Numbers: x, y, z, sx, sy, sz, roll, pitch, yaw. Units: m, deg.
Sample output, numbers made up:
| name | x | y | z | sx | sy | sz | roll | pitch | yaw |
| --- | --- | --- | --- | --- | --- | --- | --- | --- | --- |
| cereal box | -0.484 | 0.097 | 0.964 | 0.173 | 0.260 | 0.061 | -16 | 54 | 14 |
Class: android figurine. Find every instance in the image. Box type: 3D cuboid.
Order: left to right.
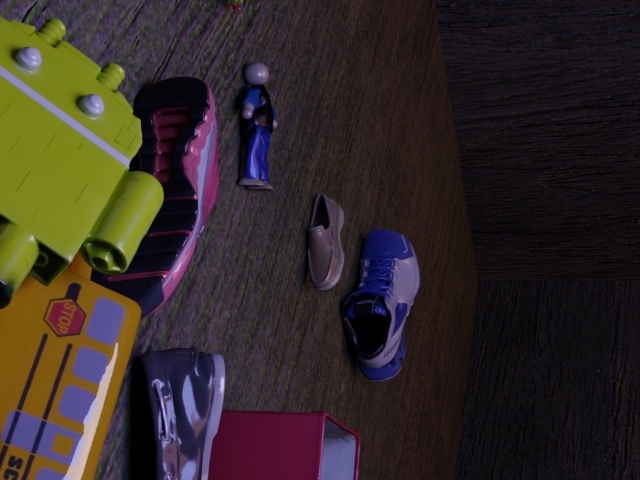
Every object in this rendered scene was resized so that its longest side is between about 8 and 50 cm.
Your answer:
| name | x | y | z | sx | sy | sz | roll | pitch | yaw |
| --- | --- | --- | --- | --- | --- | --- | --- | --- | --- |
| android figurine | -0.237 | -0.078 | 0.782 | 0.248 | 0.056 | 0.273 | 38 | 42 | -16 |

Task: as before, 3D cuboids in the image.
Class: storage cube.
| name | x | y | z | sx | sy | sz | roll | pitch | yaw |
| --- | --- | --- | --- | --- | --- | --- | --- | --- | --- |
| storage cube | -0.067 | 0.326 | 1.287 | 0.184 | 0.193 | 0.215 | 51 | 41 | -64 |

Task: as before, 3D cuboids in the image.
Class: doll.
| name | x | y | z | sx | sy | sz | roll | pitch | yaw |
| --- | --- | --- | --- | --- | --- | --- | --- | --- | --- |
| doll | -0.093 | -0.172 | 1.468 | 0.129 | 0.046 | 0.189 | 21 | 70 | -73 |

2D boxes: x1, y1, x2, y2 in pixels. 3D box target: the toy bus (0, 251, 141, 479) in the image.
| name | x | y | z | sx | sy | sz | roll | pitch | yaw |
| --- | --- | --- | --- | --- | --- | --- | --- | --- | --- |
| toy bus | -0.236 | 0.127 | 0.784 | 0.130 | 0.108 | 0.333 | 26 | 54 | -22 |

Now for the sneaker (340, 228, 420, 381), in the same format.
| name | x | y | z | sx | sy | sz | roll | pitch | yaw |
| --- | --- | --- | --- | --- | --- | --- | --- | --- | --- |
| sneaker | 0.123 | 0.117 | 2.034 | 0.182 | 0.127 | 0.316 | 55 | 40 | -65 |

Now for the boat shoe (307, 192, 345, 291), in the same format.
| name | x | y | z | sx | sy | sz | roll | pitch | yaw |
| --- | --- | --- | --- | --- | --- | --- | --- | --- | --- |
| boat shoe | 0.000 | 0.000 | 1.761 | 0.072 | 0.068 | 0.190 | 52 | 29 | -45 |

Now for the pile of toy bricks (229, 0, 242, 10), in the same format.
| name | x | y | z | sx | sy | sz | roll | pitch | yaw |
| --- | --- | --- | --- | --- | --- | --- | --- | --- | --- |
| pile of toy bricks | -0.102 | -0.370 | 1.382 | 0.105 | 0.118 | 0.212 | -61 | 180 | 16 |

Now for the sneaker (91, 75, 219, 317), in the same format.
| name | x | y | z | sx | sy | sz | roll | pitch | yaw |
| --- | --- | --- | --- | --- | --- | --- | --- | --- | --- |
| sneaker | -0.161 | -0.034 | 1.123 | 0.136 | 0.115 | 0.314 | 68 | 26 | -53 |

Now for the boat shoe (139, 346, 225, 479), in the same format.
| name | x | y | z | sx | sy | sz | roll | pitch | yaw |
| --- | --- | --- | --- | --- | --- | --- | --- | --- | --- |
| boat shoe | -0.178 | 0.288 | 1.136 | 0.112 | 0.095 | 0.335 | 164 | -67 | -70 |
